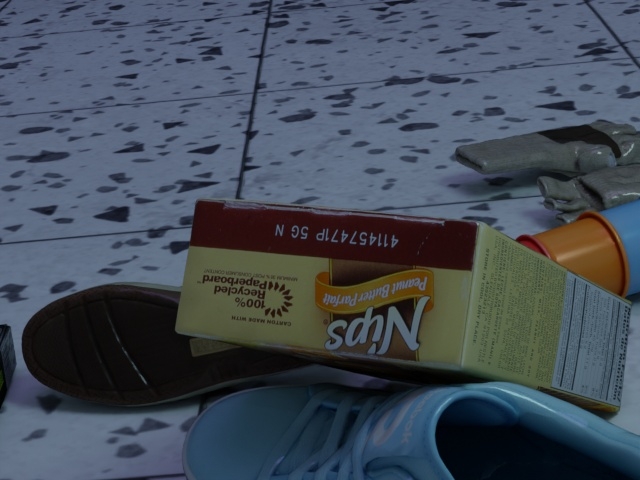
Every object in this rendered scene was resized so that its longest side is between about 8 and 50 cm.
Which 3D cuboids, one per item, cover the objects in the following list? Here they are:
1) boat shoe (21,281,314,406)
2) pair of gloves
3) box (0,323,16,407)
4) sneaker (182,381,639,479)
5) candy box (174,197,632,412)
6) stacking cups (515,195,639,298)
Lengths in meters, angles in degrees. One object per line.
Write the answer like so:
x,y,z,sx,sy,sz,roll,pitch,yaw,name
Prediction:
-0.097,0.078,1.130,0.257,0.095,0.095,-3,-3,11,boat shoe
0.272,-0.067,1.447,0.204,0.042,0.240,-13,23,-26,pair of gloves
-0.336,0.125,1.101,0.184,0.045,0.191,-4,20,-1,box
0.061,0.121,0.814,0.366,0.150,0.135,8,49,33,sneaker
0.069,0.048,0.935,0.183,0.088,0.316,6,-7,27,candy box
0.257,0.010,1.204,0.316,0.096,0.096,-17,23,-16,stacking cups
